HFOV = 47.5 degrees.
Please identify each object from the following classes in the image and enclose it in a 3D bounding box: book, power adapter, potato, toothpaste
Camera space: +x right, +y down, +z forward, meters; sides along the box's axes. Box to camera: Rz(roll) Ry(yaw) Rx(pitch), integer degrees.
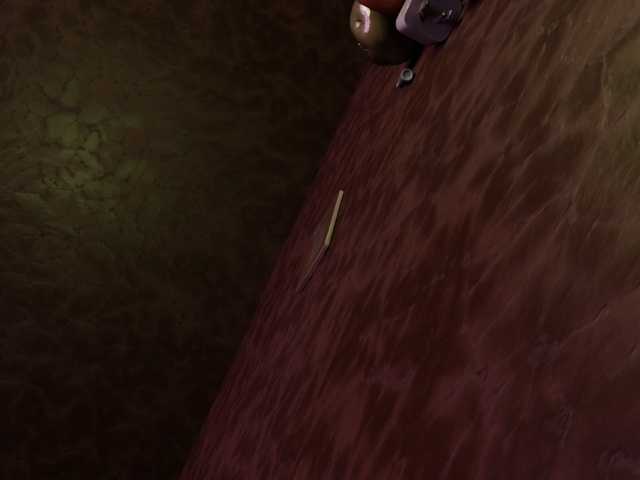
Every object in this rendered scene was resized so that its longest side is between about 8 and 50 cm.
[{"bbox_3d":[0.000,0.000,2.312,0.217,0.021,0.310,-58,9,36],"label":"book"},{"bbox_3d":[0.283,-0.582,1.864,0.125,0.130,0.205,-63,8,7],"label":"power adapter"},{"bbox_3d":[0.221,-0.698,2.241,0.221,0.243,0.326,132,162,-77],"label":"potato"},{"bbox_3d":[0.249,-0.489,2.168,0.205,0.036,0.056,-86,21,-81],"label":"toothpaste"}]

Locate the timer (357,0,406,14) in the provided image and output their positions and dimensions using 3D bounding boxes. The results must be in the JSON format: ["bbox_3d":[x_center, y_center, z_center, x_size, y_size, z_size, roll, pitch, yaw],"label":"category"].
[{"bbox_3d":[0.192,-0.746,2.018,0.229,0.215,0.229,-172,90,-77],"label":"timer"}]
